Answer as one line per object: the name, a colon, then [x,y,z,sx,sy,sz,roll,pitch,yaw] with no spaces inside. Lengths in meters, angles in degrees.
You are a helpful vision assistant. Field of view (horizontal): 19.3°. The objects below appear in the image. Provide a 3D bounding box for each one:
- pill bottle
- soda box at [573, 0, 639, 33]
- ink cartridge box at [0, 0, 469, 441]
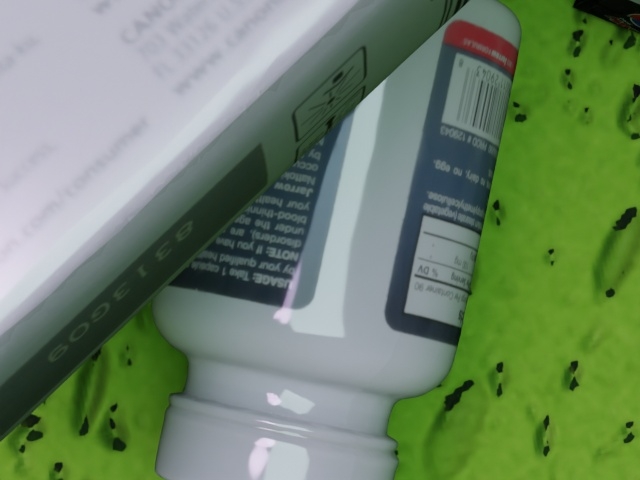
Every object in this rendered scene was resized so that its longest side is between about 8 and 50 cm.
pill bottle: [0.000,0.000,0.646,0.108,0.108,0.180,13,86,-10]
soda box: [0.153,-0.159,0.705,0.060,0.053,0.169,19,86,-9]
ink cartridge box: [-0.122,-0.176,0.511,0.308,0.091,0.385,-44,79,-8]
